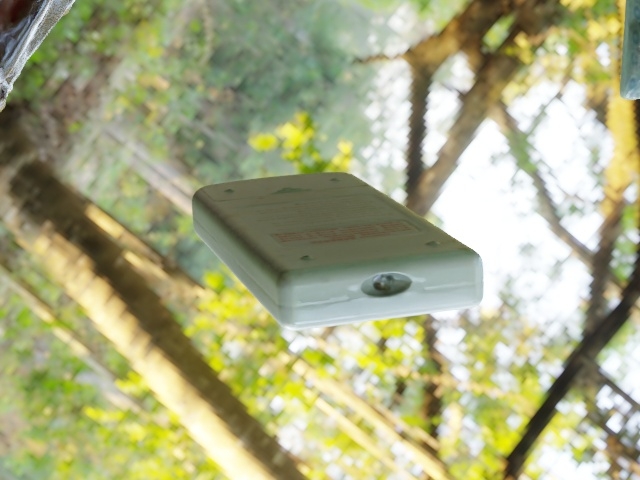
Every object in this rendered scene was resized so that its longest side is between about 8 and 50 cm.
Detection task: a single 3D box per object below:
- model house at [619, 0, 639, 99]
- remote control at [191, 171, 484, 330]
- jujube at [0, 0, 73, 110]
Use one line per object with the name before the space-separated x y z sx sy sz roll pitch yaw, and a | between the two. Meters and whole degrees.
model house | 0.282 -0.162 0.940 0.215 0.198 0.224 -89 177 -61
remote control | 0.000 0.000 0.700 0.190 0.087 0.029 -142 -132 -69
jujube | -0.194 -0.176 0.780 0.216 0.216 0.342 -39 -143 52
